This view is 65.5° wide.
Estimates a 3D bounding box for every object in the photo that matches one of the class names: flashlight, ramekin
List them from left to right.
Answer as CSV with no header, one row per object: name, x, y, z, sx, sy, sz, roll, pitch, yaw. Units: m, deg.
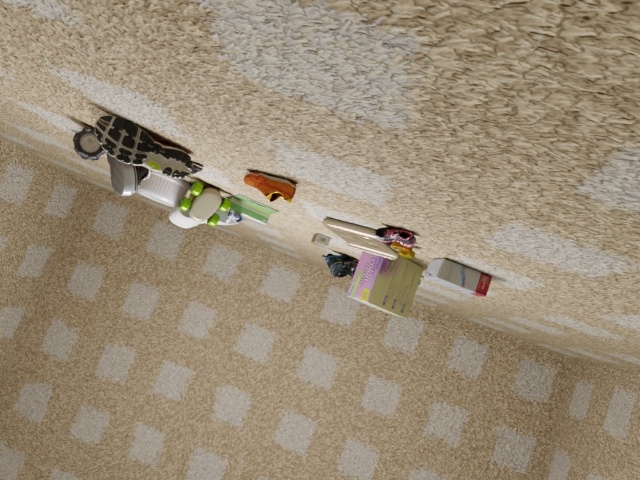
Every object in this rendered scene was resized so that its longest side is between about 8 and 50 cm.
flashlight,-0.797,-0.321,1.709,0.103,0.103,0.304,53,161,-22
ramekin,-0.650,-0.215,2.046,0.207,0.108,0.207,20,173,2

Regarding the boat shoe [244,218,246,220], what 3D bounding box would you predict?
boat shoe,-0.364,-0.122,2.210,0.137,0.049,0.043,20,177,-36

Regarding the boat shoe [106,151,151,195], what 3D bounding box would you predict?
boat shoe,-0.562,-0.233,1.493,0.119,0.121,0.335,5,-150,-30

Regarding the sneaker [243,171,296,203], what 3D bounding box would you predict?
sneaker,-0.146,-0.143,1.344,0.175,0.067,0.064,18,174,34

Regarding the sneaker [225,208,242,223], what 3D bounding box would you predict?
sneaker,-0.338,-0.086,1.953,0.058,0.052,0.135,19,172,-11

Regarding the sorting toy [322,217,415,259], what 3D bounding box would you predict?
sorting toy,0.179,0.000,1.652,0.308,0.041,0.229,16,167,31

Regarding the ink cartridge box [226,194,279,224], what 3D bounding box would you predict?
ink cartridge box,-0.278,-0.119,1.960,0.171,0.056,0.235,24,174,-21

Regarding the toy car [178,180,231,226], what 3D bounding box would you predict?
toy car,-0.455,-0.170,1.931,0.155,0.149,0.188,32,-164,-32

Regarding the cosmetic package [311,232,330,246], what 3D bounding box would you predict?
cosmetic package,0.000,0.000,2.112,0.060,0.041,0.115,21,173,-7

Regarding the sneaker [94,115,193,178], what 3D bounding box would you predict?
sneaker,-0.496,-0.251,1.389,0.279,0.107,0.118,29,-179,-33

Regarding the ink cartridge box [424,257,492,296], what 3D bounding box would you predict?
ink cartridge box,0.449,0.122,1.639,0.175,0.072,0.127,21,173,-7

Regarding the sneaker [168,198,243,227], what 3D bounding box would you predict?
sneaker,-0.482,-0.109,2.088,0.293,0.107,0.169,6,167,-37

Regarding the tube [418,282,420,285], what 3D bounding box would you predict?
tube,0.385,0.150,2.157,0.080,0.052,0.207,11,164,28

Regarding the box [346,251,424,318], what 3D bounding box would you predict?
box,0.249,0.156,1.886,0.243,0.213,0.117,26,171,-40

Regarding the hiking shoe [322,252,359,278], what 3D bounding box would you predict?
hiking shoe,0.156,0.127,2.519,0.304,0.113,0.132,18,-154,-40

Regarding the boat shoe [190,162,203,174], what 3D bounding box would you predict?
boat shoe,-0.413,-0.225,1.581,0.125,0.038,0.046,13,170,45

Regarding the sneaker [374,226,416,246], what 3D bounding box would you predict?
sneaker,0.210,-0.018,1.402,0.120,0.047,0.057,11,164,17
